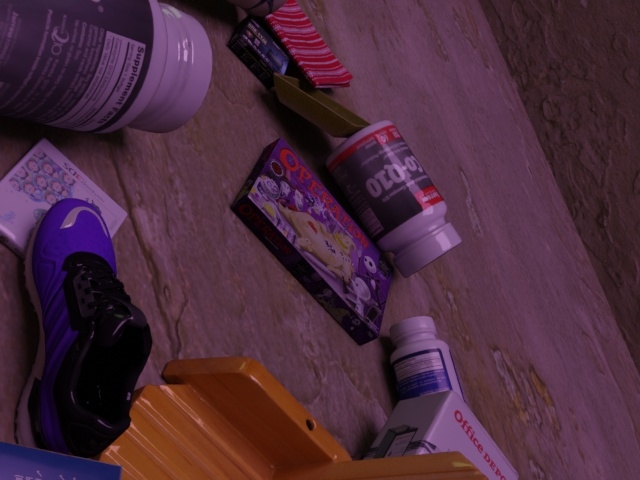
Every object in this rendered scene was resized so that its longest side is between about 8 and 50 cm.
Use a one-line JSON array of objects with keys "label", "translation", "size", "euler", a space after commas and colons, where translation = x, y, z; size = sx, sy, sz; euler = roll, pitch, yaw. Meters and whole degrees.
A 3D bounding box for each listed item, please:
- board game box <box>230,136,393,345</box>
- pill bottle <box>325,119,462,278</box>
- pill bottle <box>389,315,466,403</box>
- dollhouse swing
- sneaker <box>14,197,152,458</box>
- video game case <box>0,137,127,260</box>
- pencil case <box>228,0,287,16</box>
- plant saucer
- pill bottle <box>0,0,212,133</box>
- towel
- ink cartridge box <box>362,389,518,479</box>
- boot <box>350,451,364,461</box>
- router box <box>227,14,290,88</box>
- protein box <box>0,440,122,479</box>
[{"label": "board game box", "translation": [0.000, 0.000, 1.277], "size": [0.347, 0.056, 0.208], "euler": [48, 29, -20]}, {"label": "pill bottle", "translation": [0.147, -0.080, 1.415], "size": [0.283, 0.161, 0.161], "euler": [57, 30, 7]}, {"label": "pill bottle", "translation": [0.187, 0.237, 1.288], "size": [0.112, 0.112, 0.186], "euler": [19, 50, -48]}, {"label": "dollhouse swing", "translation": [-0.037, 0.286, 0.739], "size": [0.315, 0.305, 0.346], "euler": [50, 34, -18]}, {"label": "sneaker", "translation": [-0.232, 0.080, 0.751], "size": [0.102, 0.146, 0.293], "euler": [18, 58, -46]}, {"label": "video game case", "translation": [-0.318, -0.032, 0.863], "size": [0.143, 0.019, 0.157], "euler": [46, 34, -22]}, {"label": "pencil case", "translation": [-0.211, -0.530, 1.273], "size": [0.410, 0.159, 0.183], "euler": [6, 34, -51]}, {"label": "plant saucer", "translation": [0.002, -0.255, 1.409], "size": [0.188, 0.045, 0.188], "euler": [35, 16, 10]}, {"label": "pill bottle", "translation": [-0.318, -0.242, 0.851], "size": [0.363, 0.210, 0.210], "euler": [5, 61, -55]}, {"label": "towel", "translation": [-0.046, -0.444, 1.544], "size": [0.274, 0.031, 0.199], "euler": [55, 28, 5]}, {"label": "ink cartridge box", "translation": [0.155, 0.396, 1.048], "size": [0.211, 0.122, 0.289], "euler": [55, 44, -11]}, {"label": "boot", "translation": [0.084, 0.363, 1.112], "size": [0.114, 0.037, 0.106], "euler": [51, 32, -10]}, {"label": "router box", "translation": [-0.119, -0.371, 1.410], "size": [0.122, 0.038, 0.092], "euler": [44, 34, -26]}, {"label": "protein box", "translation": [-0.282, 0.264, 0.538], "size": [0.201, 0.136, 0.199], "euler": [26, 45, -33]}]
